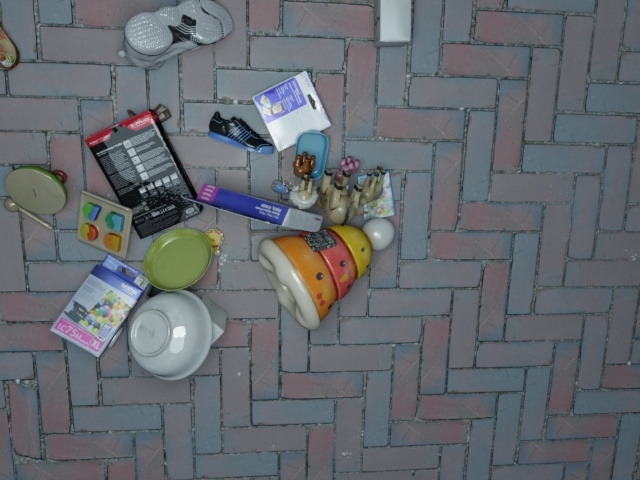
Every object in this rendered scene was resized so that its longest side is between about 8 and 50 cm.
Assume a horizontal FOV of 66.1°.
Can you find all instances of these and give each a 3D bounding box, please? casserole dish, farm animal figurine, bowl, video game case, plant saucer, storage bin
[{"bbox_3d":[-0.037,-0.295,1.697,0.114,0.037,0.189,1,119,-17],"label":"casserole dish"},{"bbox_3d":[0.059,-0.150,1.612,0.329,0.327,0.172,10,119,-8],"label":"farm animal figurine"},{"bbox_3d":[-0.505,0.296,1.570,0.297,0.134,0.298,-4,77,16],"label":"bowl"},{"bbox_3d":[0.203,-0.162,1.782,0.119,0.015,0.167,-11,102,-3],"label":"video game case"},{"bbox_3d":[-0.484,0.069,1.688,0.240,0.037,0.241,-3,59,6],"label":"plant saucer"},{"bbox_3d":[-0.553,0.216,1.751,0.135,0.098,0.091,21,126,-10],"label":"storage bin"}]

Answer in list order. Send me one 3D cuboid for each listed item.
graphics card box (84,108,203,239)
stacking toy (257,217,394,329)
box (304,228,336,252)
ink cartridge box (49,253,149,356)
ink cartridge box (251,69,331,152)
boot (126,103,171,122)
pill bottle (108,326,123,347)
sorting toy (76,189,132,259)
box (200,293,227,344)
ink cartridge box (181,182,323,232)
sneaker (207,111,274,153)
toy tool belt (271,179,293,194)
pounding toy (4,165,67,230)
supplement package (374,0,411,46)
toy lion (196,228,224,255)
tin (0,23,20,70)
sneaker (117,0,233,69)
[{"bbox_3d":[-0.575,-0.217,1.636,0.232,0.094,0.371,-24,108,-1],"label":"graphics card box"},{"bbox_3d":[0.056,0.050,1.701,0.479,0.350,0.351,-31,103,-16],"label":"stacking toy"},{"bbox_3d":[0.000,0.000,1.568,0.083,0.067,0.018,-17,140,-30],"label":"box"},{"bbox_3d":[-0.746,0.217,1.688,0.185,0.065,0.311,33,73,-9],"label":"ink cartridge box"},{"bbox_3d":[-0.097,-0.438,1.680,0.208,0.045,0.207,-26,104,0],"label":"ink cartridge box"},{"bbox_3d":[-0.568,-0.425,1.639,0.114,0.037,0.106,-39,116,6],"label":"boot"},{"bbox_3d":[-0.789,0.307,1.739,0.160,0.087,0.087,32,97,-11],"label":"pill bottle"},{"bbox_3d":[-0.729,-0.047,1.646,0.192,0.038,0.209,21,118,6],"label":"sorting toy"},{"bbox_3d":[-0.434,0.314,1.729,0.119,0.182,0.181,43,95,-14],"label":"box"},{"bbox_3d":[-0.201,-0.105,1.532,0.323,0.330,0.072,17,92,24],"label":"ink cartridge box"},{"bbox_3d":[-0.262,-0.362,1.661,0.232,0.081,0.091,17,106,-8],"label":"sneaker"},{"bbox_3d":[-0.132,-0.185,1.725,0.083,0.051,0.052,13,100,-9],"label":"toy tool belt"},{"bbox_3d":[-0.929,-0.172,1.636,0.182,0.110,0.237,28,127,-21],"label":"pounding toy"},{"bbox_3d":[0.236,-0.741,1.623,0.105,0.105,0.180,-2,101,-6],"label":"supplement package"},{"bbox_3d":[-0.393,0.007,1.750,0.100,0.034,0.096,-5,95,-4],"label":"toy lion"},{"bbox_3d":[-1.035,-0.629,1.552,0.106,0.040,0.190,-30,103,5],"label":"tin"},{"bbox_3d":[-0.467,-0.650,1.559,0.365,0.210,0.138,-30,106,-34],"label":"sneaker"}]
